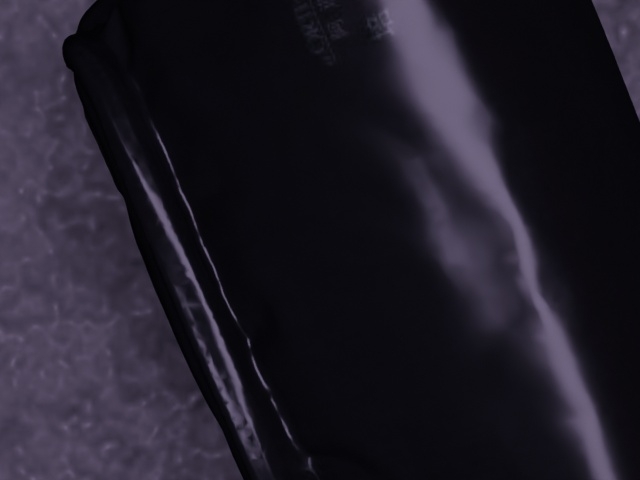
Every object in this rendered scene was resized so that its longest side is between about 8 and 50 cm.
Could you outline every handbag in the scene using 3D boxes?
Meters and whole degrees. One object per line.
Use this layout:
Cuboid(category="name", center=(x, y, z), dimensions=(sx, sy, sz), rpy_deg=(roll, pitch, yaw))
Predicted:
Cuboid(category="handbag", center=(-0.001, 0.001, 0.703), dimensions=(0.178, 0.275, 0.302), rpy_deg=(-27, 94, -48))
